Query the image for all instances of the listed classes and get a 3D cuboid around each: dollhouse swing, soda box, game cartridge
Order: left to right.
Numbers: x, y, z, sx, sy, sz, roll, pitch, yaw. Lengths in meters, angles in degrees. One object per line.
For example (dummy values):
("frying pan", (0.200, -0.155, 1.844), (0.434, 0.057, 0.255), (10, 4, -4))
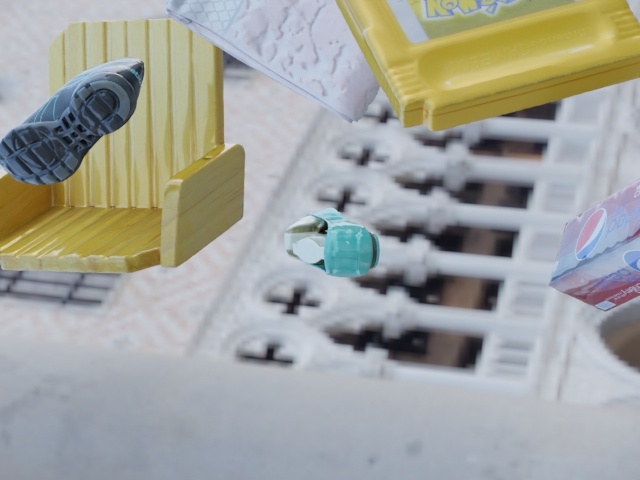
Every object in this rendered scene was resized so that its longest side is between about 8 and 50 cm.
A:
("dollhouse swing", (-0.322, -0.148, 2.417), (0.315, 0.347, 0.304), (-41, -51, -59))
("game cartridge", (0.169, -0.268, 1.776), (0.052, 0.285, 0.323), (88, 162, -49))
("soda box", (0.356, -0.004, 1.813), (0.263, 0.083, 0.092), (-37, 30, 65))

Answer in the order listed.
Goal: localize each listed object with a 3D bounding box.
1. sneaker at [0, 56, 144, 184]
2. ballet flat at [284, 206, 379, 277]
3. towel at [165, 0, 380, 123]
("sneaker", (-0.334, -0.163, 2.238), (0.101, 0.267, 0.106), (49, -145, -20))
("ballet flat", (0.000, 0.000, 2.119), (0.247, 0.087, 0.083), (-162, 75, -73))
("towel", (-0.003, -0.369, 2.158), (0.331, 0.317, 0.053), (-60, -12, 2))
